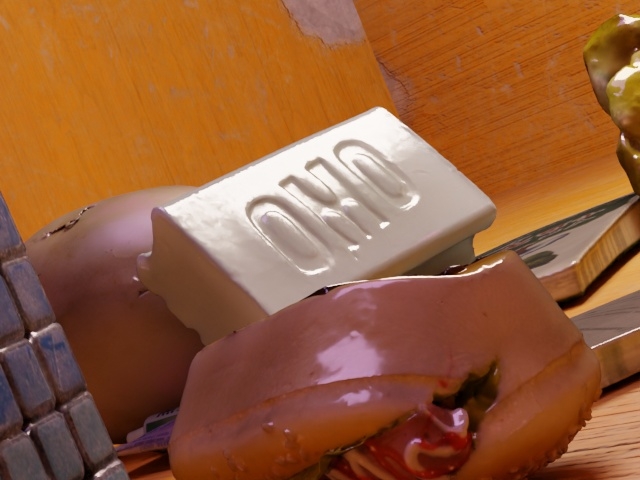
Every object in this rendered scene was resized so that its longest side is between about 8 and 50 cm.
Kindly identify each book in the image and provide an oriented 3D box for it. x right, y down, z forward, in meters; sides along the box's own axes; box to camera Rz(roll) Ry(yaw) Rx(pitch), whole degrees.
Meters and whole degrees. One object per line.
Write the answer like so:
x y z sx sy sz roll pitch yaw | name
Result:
0.237 0.028 1.039 0.282 0.025 0.215 -22 0 -13 | book
0.155 0.038 1.542 0.260 0.043 0.371 -22 2 23 | book

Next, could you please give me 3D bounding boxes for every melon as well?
-0.166 0.068 1.575 0.317 0.223 0.223 -22 1 35 | melon

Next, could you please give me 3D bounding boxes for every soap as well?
0.000 0.000 1.438 0.265 0.160 0.088 -27 -30 -39 | soap

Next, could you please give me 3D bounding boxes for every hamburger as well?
0.024 0.080 0.794 0.173 0.116 0.210 -13 -9 -41 | hamburger

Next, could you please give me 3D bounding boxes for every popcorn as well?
0.353 -0.131 1.597 0.251 0.206 0.237 -35 42 -22 | popcorn

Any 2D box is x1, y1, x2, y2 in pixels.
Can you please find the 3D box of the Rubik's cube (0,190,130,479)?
-0.273 0.122 0.948 0.238 0.237 0.237 -23 3 17 | Rubik's cube

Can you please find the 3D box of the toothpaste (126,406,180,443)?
-0.076 0.140 1.431 0.204 0.031 0.049 -19 14 28 | toothpaste

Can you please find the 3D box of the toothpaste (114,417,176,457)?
-0.070 0.133 1.320 0.301 0.048 0.075 -23 11 47 | toothpaste
